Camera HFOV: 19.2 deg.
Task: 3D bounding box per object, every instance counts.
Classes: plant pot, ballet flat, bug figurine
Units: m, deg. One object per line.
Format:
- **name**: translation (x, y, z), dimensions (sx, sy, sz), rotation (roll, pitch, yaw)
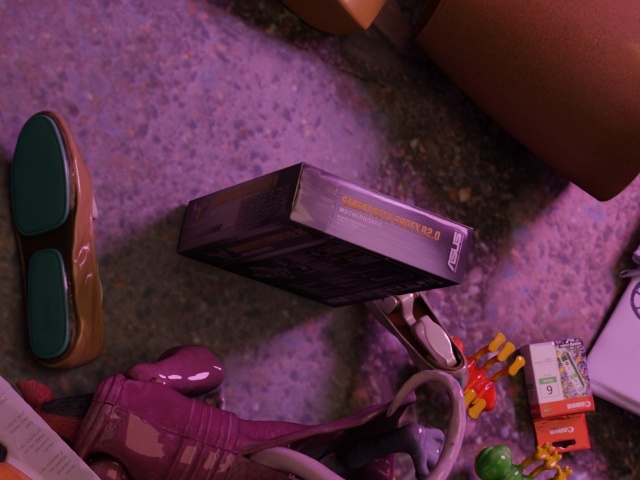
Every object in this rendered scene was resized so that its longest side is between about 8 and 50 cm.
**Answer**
- **plant pot**: translation (0.019, -0.252, 1.887), dimensions (0.083, 0.081, 0.081), rotation (48, 59, -26)
- **ballet flat**: translation (0.092, 0.075, 1.830), dimensions (0.057, 0.052, 0.168), rotation (-30, 65, -19)
- **ballet flat**: translation (-0.232, 0.001, 1.696), dimensions (0.073, 0.080, 0.232), rotation (10, 75, -58)
- **plant pot**: translation (0.232, -0.200, 1.934), dimensions (0.254, 0.237, 0.237), rotation (26, 66, -8)
- **bug figurine**: translation (0.112, 0.228, 1.838), dimensions (0.279, 0.072, 0.216), rotation (-42, 98, -28)

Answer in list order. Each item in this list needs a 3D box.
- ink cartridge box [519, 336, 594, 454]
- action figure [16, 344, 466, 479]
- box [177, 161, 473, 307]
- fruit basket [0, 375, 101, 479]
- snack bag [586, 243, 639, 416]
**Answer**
- **ink cartridge box**: translation (0.248, 0.161, 1.953), dimensions (0.063, 0.029, 0.115), rotation (-7, 82, -18)
- **action figure**: translation (-0.098, 0.201, 1.595), dimensions (0.370, 0.276, 0.248), rotation (19, 64, -7)
- **box**: translation (0.000, 0.000, 1.729), dimensions (0.183, 0.231, 0.056), rotation (21, 73, -25)
- **fruit basket**: translation (-0.347, 0.250, 1.511), dimensions (0.353, 0.165, 0.327), rotation (44, 77, 6)
- **snack bag**: translation (0.471, 0.088, 2.002), dimensions (0.323, 0.037, 0.342), rotation (28, 68, 15)
